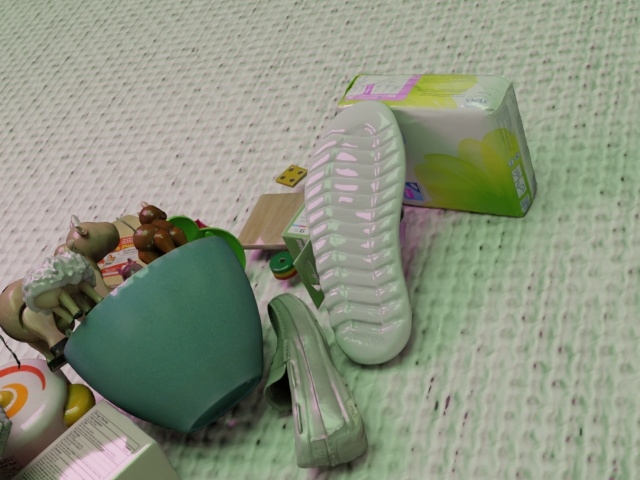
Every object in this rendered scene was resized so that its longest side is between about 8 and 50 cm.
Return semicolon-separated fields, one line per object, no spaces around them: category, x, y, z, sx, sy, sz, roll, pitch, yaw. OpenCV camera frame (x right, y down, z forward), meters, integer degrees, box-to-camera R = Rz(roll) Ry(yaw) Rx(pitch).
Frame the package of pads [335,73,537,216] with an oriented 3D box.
package of pads;0.188;-0.161;1.743;0.296;0.229;0.101;7;47;33

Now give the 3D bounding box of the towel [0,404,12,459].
towel;-0.550;0.332;1.517;0.324;0.056;0.312;25;96;53

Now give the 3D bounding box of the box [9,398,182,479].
box;-0.323;0.359;1.474;0.232;0.127;0.148;-41;40;-22

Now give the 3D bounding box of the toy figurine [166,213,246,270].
toy figurine;-0.225;0.005;1.839;0.130;0.173;0.159;-46;26;-1

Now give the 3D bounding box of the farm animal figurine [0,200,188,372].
farm animal figurine;-0.363;0.064;1.639;0.172;0.330;0.326;48;45;9

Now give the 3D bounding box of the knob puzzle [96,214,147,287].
knob puzzle;-0.373;0.026;1.976;0.213;0.030;0.213;-15;39;12

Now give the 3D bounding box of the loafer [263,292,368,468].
loafer;-0.032;0.192;1.533;0.111;0.112;0.319;-19;38;-7

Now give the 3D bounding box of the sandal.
sandal;0.067;-0.010;1.650;0.169;0.102;0.417;-8;71;25

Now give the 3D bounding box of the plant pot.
plant pot;-0.194;0.161;1.560;0.290;0.290;0.195;-36;76;-15

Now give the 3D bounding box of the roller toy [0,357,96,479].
roller toy;-0.447;0.280;1.617;0.209;0.146;0.191;16;53;39

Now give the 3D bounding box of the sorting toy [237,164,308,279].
sorting toy;-0.058;-0.029;1.863;0.132;0.046;0.275;-1;43;27

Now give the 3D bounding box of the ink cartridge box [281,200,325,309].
ink cartridge box;0.000;0.000;1.747;0.062;0.109;0.209;6;47;33
